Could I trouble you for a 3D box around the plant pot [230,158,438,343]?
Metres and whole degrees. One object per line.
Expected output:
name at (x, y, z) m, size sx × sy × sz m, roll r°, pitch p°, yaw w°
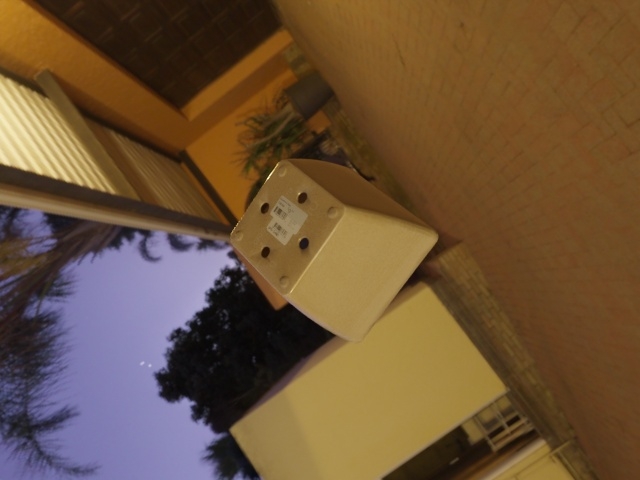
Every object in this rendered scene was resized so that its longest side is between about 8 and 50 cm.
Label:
plant pot at (0.000, 0.000, 0.404) m, size 0.109 × 0.109 × 0.096 m, roll 42°, pitch -168°, yaw 34°
